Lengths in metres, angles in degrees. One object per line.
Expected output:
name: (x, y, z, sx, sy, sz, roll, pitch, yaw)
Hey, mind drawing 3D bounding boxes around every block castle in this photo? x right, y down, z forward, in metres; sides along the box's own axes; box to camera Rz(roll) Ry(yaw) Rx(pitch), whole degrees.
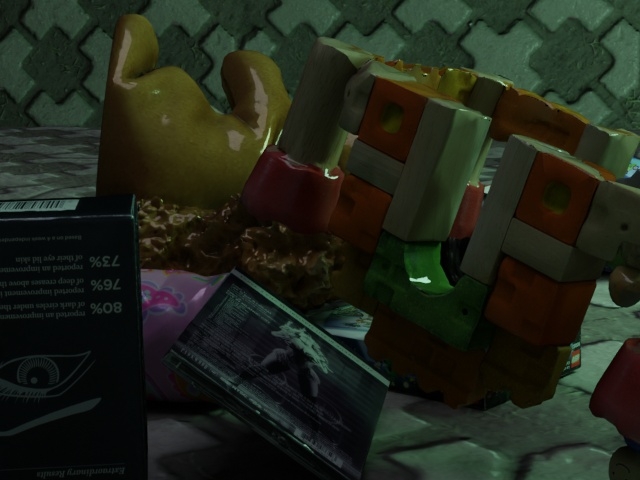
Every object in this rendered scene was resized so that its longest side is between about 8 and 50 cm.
block castle: (0.179, 0.014, 1.149, 0.453, 0.213, 0.303, 31, 18, 36)

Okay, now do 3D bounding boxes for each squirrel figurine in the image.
squirrel figurine: (-0.050, -0.028, 1.491, 0.370, 0.281, 0.397, 6, 37, -7)

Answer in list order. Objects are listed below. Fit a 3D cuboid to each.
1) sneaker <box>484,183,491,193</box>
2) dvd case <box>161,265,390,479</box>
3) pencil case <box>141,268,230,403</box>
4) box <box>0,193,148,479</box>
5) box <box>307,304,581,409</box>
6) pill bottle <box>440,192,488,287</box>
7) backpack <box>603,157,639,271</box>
sneaker: (0.215, -0.019, 1.912, 0.225, 0.088, 0.093, -5, 31, -18)
dvd case: (-0.027, 0.101, 1.098, 0.164, 0.018, 0.221, 36, 17, -1)
pencil case: (-0.198, 0.080, 1.257, 0.284, 0.124, 0.124, 1, 10, 10)
box: (-0.204, 0.075, 1.029, 0.153, 0.207, 0.108, -1, 10, -6)
box: (0.102, 0.098, 1.321, 0.233, 0.044, 0.159, 8, 14, 41)
pill bottle: (0.170, 0.003, 1.628, 0.123, 0.123, 0.219, -6, 12, -26)
backpack: (0.350, -0.030, 1.736, 0.117, 0.158, 0.173, -17, 28, -29)
